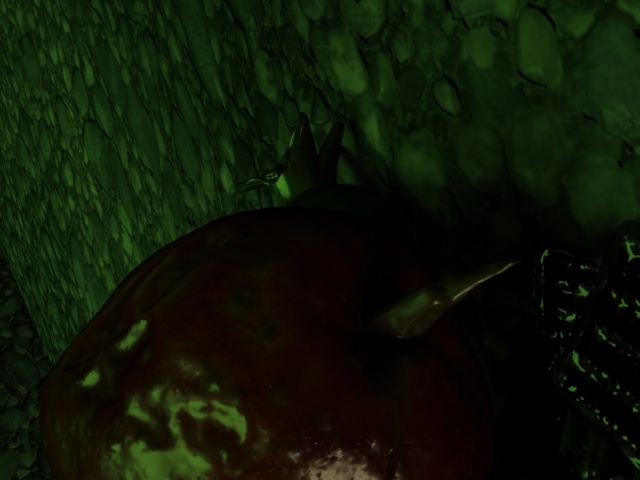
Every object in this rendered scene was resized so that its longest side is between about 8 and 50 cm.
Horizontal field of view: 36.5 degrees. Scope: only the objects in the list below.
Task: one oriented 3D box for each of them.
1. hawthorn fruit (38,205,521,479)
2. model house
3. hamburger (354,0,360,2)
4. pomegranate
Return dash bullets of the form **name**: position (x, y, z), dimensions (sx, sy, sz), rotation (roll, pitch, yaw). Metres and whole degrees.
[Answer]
- **hawthorn fruit**: position (-0.031, 0.102, 0.564), dimensions (0.258, 0.258, 0.262), rotation (64, 162, 15)
- **model house**: position (0.150, 0.060, 0.503), dimensions (0.165, 0.106, 0.152), rotation (40, 143, 42)
- **hamburger**: position (0.043, -0.279, 0.457), dimensions (0.211, 0.133, 0.308), rotation (45, 144, 45)
- **pomegranate**: position (0.000, 0.000, 0.748), dimensions (0.152, 0.131, 0.191), rotation (-37, 62, 55)
